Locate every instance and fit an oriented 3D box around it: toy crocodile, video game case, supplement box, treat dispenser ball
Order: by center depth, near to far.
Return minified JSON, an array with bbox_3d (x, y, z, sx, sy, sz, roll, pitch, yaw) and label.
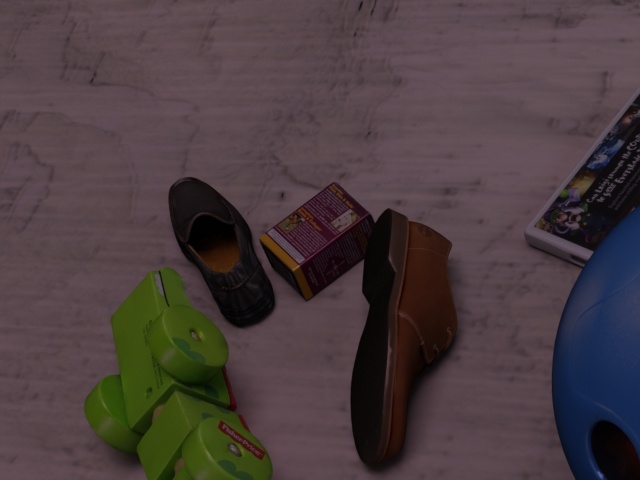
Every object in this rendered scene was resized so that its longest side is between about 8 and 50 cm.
[{"bbox_3d":[0.293,0.091,1.167,0.288,0.288,0.288,-10,48,11],"label":"treat dispenser ball"},{"bbox_3d":[-0.096,0.153,1.378,0.115,0.105,0.340,-51,37,22],"label":"toy crocodile"},{"bbox_3d":[0.287,-0.039,1.459,0.173,0.022,0.190,25,63,34],"label":"video game case"},{"bbox_3d":[0.000,0.000,1.511,0.083,0.043,0.055,-36,49,-11],"label":"supplement box"}]

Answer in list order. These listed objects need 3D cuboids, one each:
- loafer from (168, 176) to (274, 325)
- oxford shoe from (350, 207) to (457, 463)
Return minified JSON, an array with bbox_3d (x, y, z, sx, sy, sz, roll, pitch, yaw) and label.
[{"bbox_3d":[-0.089,-0.005,1.534,0.062,0.061,0.170,-31,47,-7],"label":"loafer"},{"bbox_3d":[0.070,0.077,1.408,0.076,0.076,0.212,19,61,-16],"label":"oxford shoe"}]
